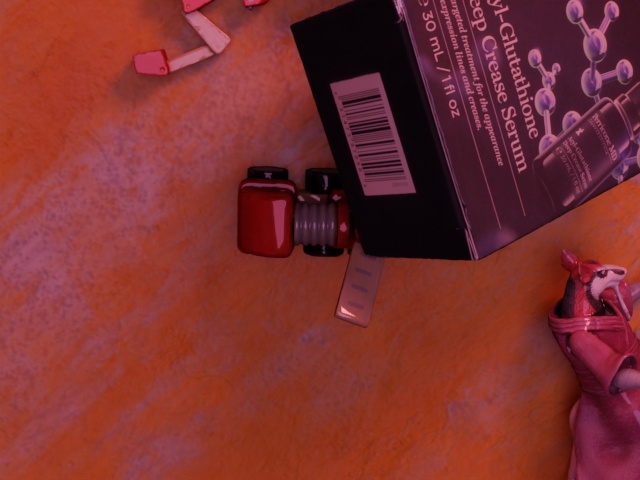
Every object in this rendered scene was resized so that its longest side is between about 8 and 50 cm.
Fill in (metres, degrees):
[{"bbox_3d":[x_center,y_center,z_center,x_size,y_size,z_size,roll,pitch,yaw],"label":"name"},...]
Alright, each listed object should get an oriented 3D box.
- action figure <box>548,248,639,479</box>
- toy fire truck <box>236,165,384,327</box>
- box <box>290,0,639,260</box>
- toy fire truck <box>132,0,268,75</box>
[{"bbox_3d":[0.400,0.173,1.289,0.276,0.248,0.370,-22,105,30],"label":"action figure"},{"bbox_3d":[0.000,0.000,1.176,0.217,0.246,0.158,2,101,-3],"label":"toy fire truck"},{"bbox_3d":[0.214,-0.183,1.083,0.395,0.212,0.293,-26,103,-29],"label":"box"},{"bbox_3d":[-0.155,-0.291,1.209,0.192,0.047,0.135,-8,103,-2],"label":"toy fire truck"}]
